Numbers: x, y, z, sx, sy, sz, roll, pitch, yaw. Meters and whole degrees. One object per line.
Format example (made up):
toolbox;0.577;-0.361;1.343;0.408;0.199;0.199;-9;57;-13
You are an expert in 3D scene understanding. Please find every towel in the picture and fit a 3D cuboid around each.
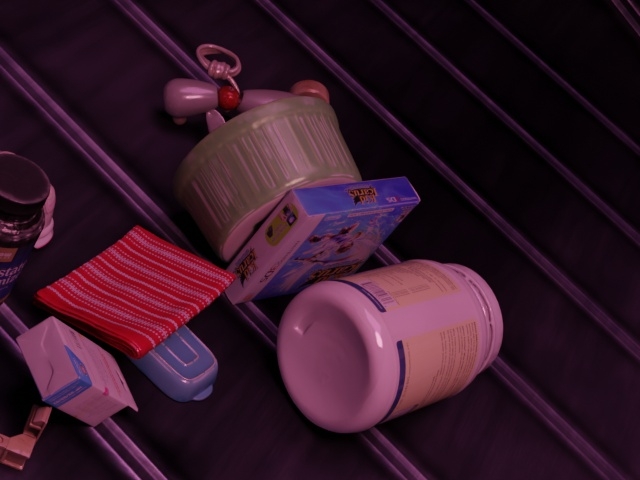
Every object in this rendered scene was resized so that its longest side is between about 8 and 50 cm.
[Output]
towel;-0.277;0.071;1.780;0.199;0.031;0.275;26;33;16

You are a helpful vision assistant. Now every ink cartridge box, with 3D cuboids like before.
ink cartridge box;-0.326;0.185;1.592;0.104;0.062;0.181;59;3;28

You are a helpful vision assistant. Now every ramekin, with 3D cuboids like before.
ramekin;-0.078;-0.088;1.948;0.303;0.303;0.148;-9;62;-44

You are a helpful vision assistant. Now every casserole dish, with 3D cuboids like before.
casserole dish;-0.229;0.160;1.762;0.188;0.037;0.114;43;36;11

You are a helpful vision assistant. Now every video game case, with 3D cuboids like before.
video game case;0.000;0.000;1.946;0.270;0.244;0.061;-9;60;-44

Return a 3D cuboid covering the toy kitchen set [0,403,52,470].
toy kitchen set;-0.396;0.234;1.516;0.075;0.068;0.083;25;37;-14

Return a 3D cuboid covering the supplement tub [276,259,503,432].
supplement tub;0.117;0.158;1.872;0.325;0.235;0.235;-11;57;-45

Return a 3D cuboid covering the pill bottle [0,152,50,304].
pill bottle;-0.453;-0.011;1.616;0.123;0.219;0.122;22;38;-19

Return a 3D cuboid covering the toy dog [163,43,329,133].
toy dog;-0.125;-0.216;2.209;0.334;0.161;0.220;21;39;4

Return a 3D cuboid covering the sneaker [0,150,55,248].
sneaker;-0.500;-0.098;1.767;0.252;0.111;0.103;30;36;-8
